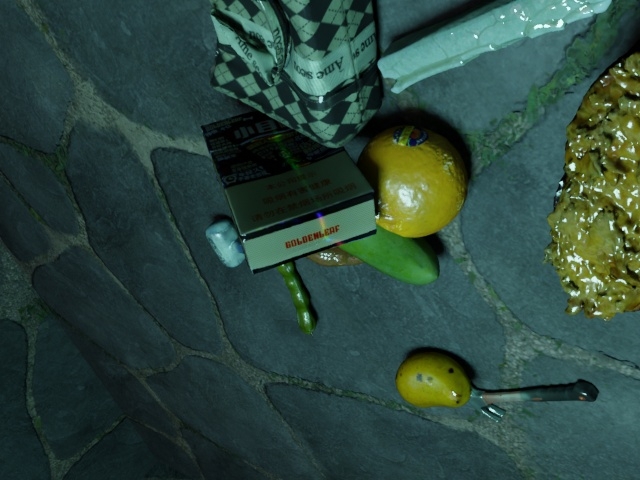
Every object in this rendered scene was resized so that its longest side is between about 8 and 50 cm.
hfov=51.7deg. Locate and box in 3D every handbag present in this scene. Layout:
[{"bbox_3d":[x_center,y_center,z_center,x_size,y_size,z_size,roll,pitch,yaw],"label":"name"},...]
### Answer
[{"bbox_3d":[-0.086,-0.364,0.942,0.317,0.180,0.416,27,148,34],"label":"handbag"}]

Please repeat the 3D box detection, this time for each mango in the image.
[{"bbox_3d":[0.232,0.288,1.369,0.178,0.090,0.115,-17,76,51],"label":"mango"},{"bbox_3d":[0.100,-0.014,1.151,0.251,0.114,0.156,30,179,-4],"label":"mango"}]

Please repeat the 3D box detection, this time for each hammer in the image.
[{"bbox_3d":[-0.176,0.013,1.477,0.194,0.069,0.116,12,135,49],"label":"hammer"},{"bbox_3d":[0.399,0.301,1.283,0.111,0.033,0.288,51,144,-11],"label":"hammer"}]

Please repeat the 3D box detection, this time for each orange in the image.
[{"bbox_3d":[0.138,-0.091,1.020,0.178,0.155,0.177,15,137,14],"label":"orange"}]

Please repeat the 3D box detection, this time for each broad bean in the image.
[{"bbox_3d":[-0.060,0.115,1.510,0.053,0.052,0.256,-19,118,7],"label":"broad bean"}]

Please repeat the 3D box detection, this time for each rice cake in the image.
[{"bbox_3d":[0.210,-0.268,0.833,0.336,0.066,0.063,-10,128,49],"label":"rice cake"}]

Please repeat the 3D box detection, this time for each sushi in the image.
[{"bbox_3d":[0.398,-0.065,0.753,0.235,0.207,0.348,24,139,35],"label":"sushi"}]

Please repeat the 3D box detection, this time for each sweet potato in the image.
[{"bbox_3d":[0.002,0.010,1.337,0.256,0.058,0.078,17,118,25],"label":"sweet potato"}]

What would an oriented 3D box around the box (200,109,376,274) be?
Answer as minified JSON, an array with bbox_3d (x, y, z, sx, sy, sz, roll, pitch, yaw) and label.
[{"bbox_3d":[-0.057,-0.100,1.029,0.310,0.198,0.084,-117,12,-47],"label":"box"}]
